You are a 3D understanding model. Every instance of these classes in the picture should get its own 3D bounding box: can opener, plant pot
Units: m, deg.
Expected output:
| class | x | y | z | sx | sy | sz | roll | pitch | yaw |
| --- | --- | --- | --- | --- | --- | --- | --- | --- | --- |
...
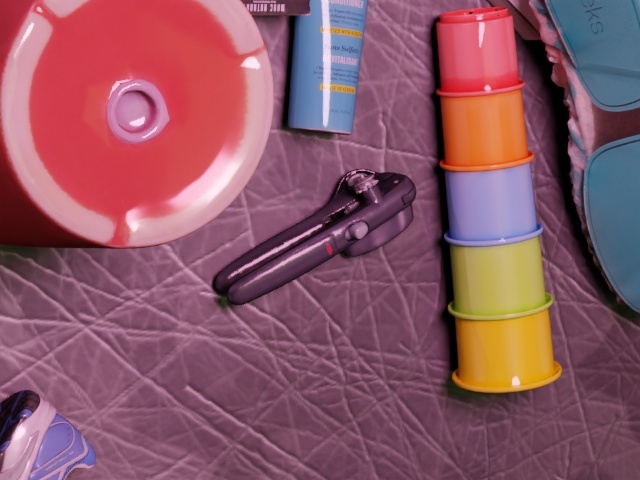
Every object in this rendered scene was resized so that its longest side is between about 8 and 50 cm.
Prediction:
| class | x | y | z | sx | sy | sz | roll | pitch | yaw |
| --- | --- | --- | --- | --- | --- | --- | --- | --- | --- |
| can opener | 0.000 | 0.000 | 1.578 | 0.186 | 0.059 | 0.073 | -29 | 112 | -21 |
| plant pot | -0.170 | -0.108 | 1.363 | 0.275 | 0.243 | 0.275 | -6 | 103 | -27 |

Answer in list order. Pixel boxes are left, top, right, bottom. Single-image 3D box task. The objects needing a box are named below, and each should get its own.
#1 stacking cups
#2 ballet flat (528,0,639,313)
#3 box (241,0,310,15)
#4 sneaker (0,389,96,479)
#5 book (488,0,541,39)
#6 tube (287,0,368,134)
| class | x | y | z | sx | sy | sz | roll | pitch | yaw |
| --- | --- | --- | --- | --- | --- | --- | --- | --- | --- |
| stacking cups | 0.149 | -0.036 | 1.630 | 0.096 | 0.096 | 0.316 | -10 | 104 | -26 |
| ballet flat | 0.273 | -0.129 | 1.649 | 0.147 | 0.147 | 0.409 | -31 | 125 | -20 |
| box | -0.052 | -0.289 | 1.496 | 0.087 | 0.058 | 0.232 | -5 | 102 | -27 |
| sneaker | -0.247 | 0.222 | 1.477 | 0.081 | 0.080 | 0.211 | 35 | 84 | -25 |
| book | 0.161 | -0.251 | 1.634 | 0.144 | 0.035 | 0.096 | 42 | 75 | -26 |
| tube | 0.009 | -0.189 | 1.558 | 0.080 | 0.052 | 0.207 | 4 | 92 | -39 |
